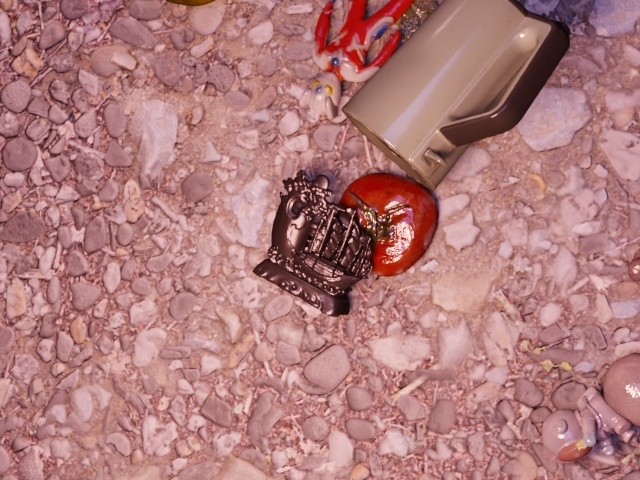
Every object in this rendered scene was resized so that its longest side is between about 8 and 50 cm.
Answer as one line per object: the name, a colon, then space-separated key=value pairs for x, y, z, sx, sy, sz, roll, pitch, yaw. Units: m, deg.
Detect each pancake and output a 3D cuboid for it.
pancake: x=0.212 y=-0.481 z=1.918 sx=0.108 sy=0.017 sz=0.108 roll=-1 pitch=86 yaw=11

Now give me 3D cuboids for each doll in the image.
doll: x=0.554 y=0.336 z=1.739 sx=0.287 sy=0.151 sz=0.151 roll=-36 pitch=80 yaw=14
doll: x=0.068 y=-0.422 z=1.905 sx=0.188 sy=0.099 sz=0.384 roll=26 pitch=89 yaw=20

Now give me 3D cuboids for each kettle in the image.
kettle: x=0.275 y=-0.302 z=1.742 sx=0.250 sy=0.361 sz=0.377 roll=40 pitch=92 yaw=-31

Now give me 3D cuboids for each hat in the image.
hat: x=0.652 y=0.044 z=1.780 sx=0.087 sy=0.042 sz=0.058 roll=-41 pitch=80 yaw=6

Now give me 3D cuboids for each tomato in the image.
tomato: x=0.134 y=-0.037 z=1.864 sx=0.227 sy=0.101 sz=0.228 roll=0 pitch=89 yaw=13

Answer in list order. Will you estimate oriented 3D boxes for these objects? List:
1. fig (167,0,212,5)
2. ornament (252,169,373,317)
fig: x=-0.308 y=-0.667 z=1.871 sx=0.343 sy=0.343 sz=0.344 roll=-1 pitch=86 yaw=11
ornament: x=0.000 y=0.000 z=1.849 sx=0.251 sy=0.106 sz=0.261 roll=29 pitch=105 yaw=18
